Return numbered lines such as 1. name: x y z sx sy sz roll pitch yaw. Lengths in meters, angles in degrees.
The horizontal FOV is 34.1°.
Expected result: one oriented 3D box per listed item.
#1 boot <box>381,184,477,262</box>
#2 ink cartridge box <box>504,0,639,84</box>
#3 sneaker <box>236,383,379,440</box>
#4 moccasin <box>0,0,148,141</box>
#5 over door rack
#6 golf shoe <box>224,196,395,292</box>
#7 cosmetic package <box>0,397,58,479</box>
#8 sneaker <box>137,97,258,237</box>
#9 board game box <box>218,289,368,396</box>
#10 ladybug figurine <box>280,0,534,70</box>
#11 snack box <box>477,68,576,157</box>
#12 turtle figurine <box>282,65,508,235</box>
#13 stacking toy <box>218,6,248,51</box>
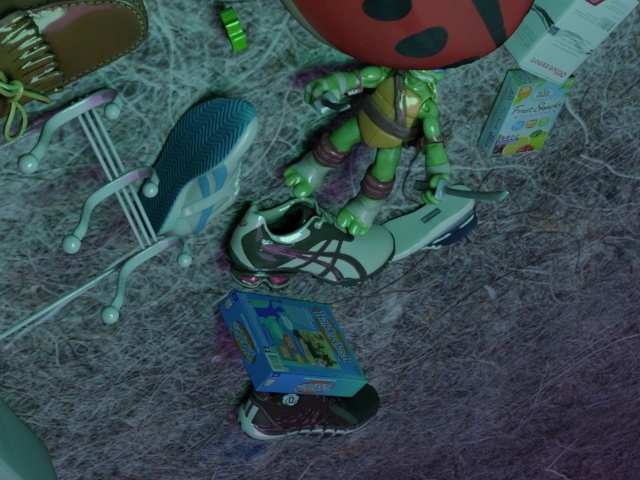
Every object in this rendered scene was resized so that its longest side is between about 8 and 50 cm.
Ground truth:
1. boot: 0.162 -0.006 1.619 0.190 0.069 0.086 -29 144 -3
2. ink cartridge box: 0.324 -0.289 1.369 0.109 0.063 0.150 11 130 -45
3. sneaker: 0.001 0.266 1.835 0.281 0.106 0.162 -6 137 -30
4. moccasin: -0.342 -0.152 0.984 0.380 0.147 0.139 -19 145 -15
5. over door rack: -0.328 0.001 1.174 0.324 0.108 0.239 -25 126 -7
6. golf shoe: 0.000 0.000 1.484 0.273 0.105 0.120 -7 134 -30
7. cosmetic package: -0.539 0.313 1.443 0.230 0.161 0.453 -24 146 -8
8. sneaker: -0.138 -0.091 1.284 0.092 0.087 0.228 -2 146 -44
9. board game box: -0.041 0.161 1.612 0.210 0.160 0.047 12 130 -44
10. ladybug figurine: 0.102 -0.305 1.012 0.305 0.162 0.449 -43 151 6
11. snack box: 0.297 -0.186 1.509 0.100 0.037 0.141 -12 143 -25
12. turtle figurine: 0.057 -0.107 1.276 0.198 0.274 0.266 10 141 -24
13. stacking toy: -0.043 -0.309 1.091 0.167 0.052 0.221 -24 148 -5
